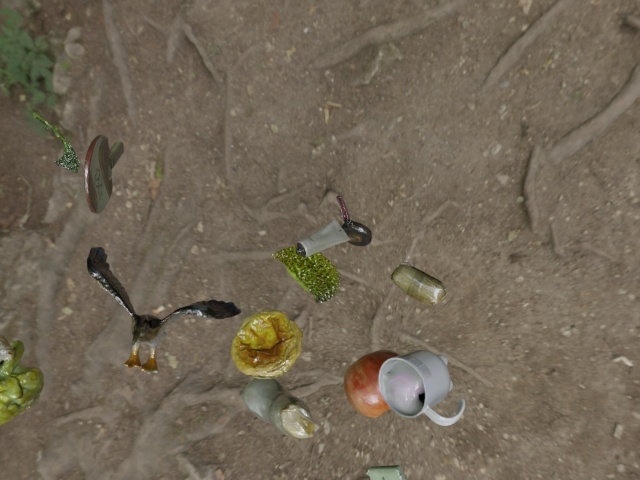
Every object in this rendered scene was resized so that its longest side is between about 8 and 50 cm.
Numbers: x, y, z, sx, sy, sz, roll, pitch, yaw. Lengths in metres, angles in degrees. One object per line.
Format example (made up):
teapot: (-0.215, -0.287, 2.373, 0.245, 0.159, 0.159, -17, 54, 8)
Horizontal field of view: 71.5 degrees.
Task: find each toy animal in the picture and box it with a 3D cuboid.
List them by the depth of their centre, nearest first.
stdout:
toy animal: (-0.277, 0.148, 0.741, 0.273, 0.197, 0.160, 14, 113, -12)

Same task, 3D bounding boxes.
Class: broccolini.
broccolini: (-0.658, -0.254, 1.116, 0.052, 0.054, 0.194, -36, 80, 10)

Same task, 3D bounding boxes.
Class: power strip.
power strip: (0.138, 0.492, 0.928, 0.090, 0.016, 0.040, -26, 80, 38)

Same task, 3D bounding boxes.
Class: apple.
apple: (0.170, 0.407, 1.269, 0.210, 0.209, 0.164, -29, 66, 2)

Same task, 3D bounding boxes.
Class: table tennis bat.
table tennis bat: (-0.519, -0.176, 1.070, 0.023, 0.301, 0.173, 3, 118, -12)

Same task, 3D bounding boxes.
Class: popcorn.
popcorn: (-0.822, 0.370, 1.146, 0.198, 0.198, 0.212, 0, 90, 10)

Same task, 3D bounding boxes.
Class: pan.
pan: (0.097, -0.056, 1.458, 0.115, 0.212, 0.040, 1, 44, 39)

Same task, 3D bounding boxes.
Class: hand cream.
hand cream: (0.000, 0.000, 1.410, 0.186, 0.054, 0.087, -26, 71, -28)

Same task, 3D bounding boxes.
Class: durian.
durian: (-0.039, 0.137, 1.865, 0.169, 0.352, 0.158, 9, 59, 52)

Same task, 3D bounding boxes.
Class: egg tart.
egg tart: (-0.088, 0.181, 0.769, 0.131, 0.052, 0.130, -7, 49, 8)

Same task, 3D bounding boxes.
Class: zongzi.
zongzi: (0.345, 0.161, 1.585, 0.195, 0.197, 0.099, 32, 86, 11)

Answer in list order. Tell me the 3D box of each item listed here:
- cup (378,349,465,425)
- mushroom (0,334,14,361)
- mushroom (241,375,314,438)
cup: (0.247, 0.327, 1.029, 0.174, 0.142, 0.134, 5, 96, 48)
mushroom: (-0.790, 0.296, 0.962, 0.225, 0.093, 0.116, -32, 77, -14)
mushroom: (-0.098, 0.380, 1.023, 0.109, 0.351, 0.097, 47, 67, -15)
